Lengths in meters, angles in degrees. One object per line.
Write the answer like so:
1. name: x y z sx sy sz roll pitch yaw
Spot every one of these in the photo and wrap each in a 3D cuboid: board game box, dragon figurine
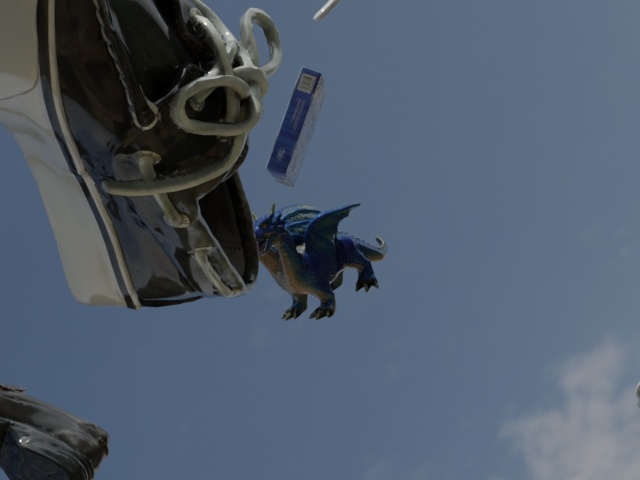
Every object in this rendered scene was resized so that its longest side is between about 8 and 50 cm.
1. board game box: -0.019 -0.094 1.154 0.090 0.020 0.090 55 -125 -85
2. dragon figurine: 0.000 0.000 1.564 0.289 0.085 0.144 -29 -70 -45

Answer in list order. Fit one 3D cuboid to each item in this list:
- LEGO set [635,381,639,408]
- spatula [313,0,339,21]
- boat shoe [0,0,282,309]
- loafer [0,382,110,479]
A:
1. LEGO set: 0.218 0.213 0.874 0.107 0.132 0.287 -15 -44 -49
2. spatula: 0.092 -0.310 1.383 0.019 0.168 0.242 47 -118 -16
3. boat shoe: -0.072 -0.060 0.578 0.306 0.105 0.113 88 -173 -53
4. loafer: -0.233 0.130 0.981 0.061 0.170 0.062 -53 -9 -52
